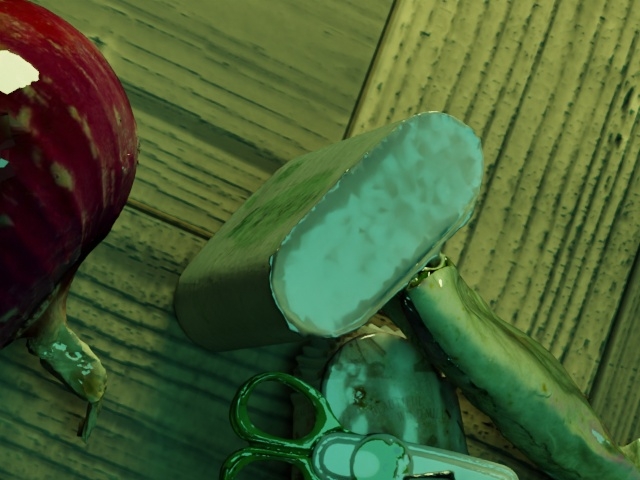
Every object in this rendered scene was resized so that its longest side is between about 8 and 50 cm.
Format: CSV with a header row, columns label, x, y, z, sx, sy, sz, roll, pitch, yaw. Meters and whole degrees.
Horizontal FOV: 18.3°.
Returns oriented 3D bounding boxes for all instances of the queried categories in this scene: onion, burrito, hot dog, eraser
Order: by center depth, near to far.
label,x,y,z,sx,sy,sz,roll,pitch,yaw
onion,-0.227,-0.035,1.231,0.272,0.230,0.256,17,80,-10
eraser,0.000,0.000,1.305,0.174,0.227,0.081,-44,100,-17
hot dog,0.044,0.191,1.390,0.144,0.075,0.268,3,82,-24
burrito,0.140,0.104,1.393,0.066,0.096,0.309,-44,121,7

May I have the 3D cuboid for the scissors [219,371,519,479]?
label,x,y,z,sx,sy,sz,roll,pitch,yaw
scissors,0.036,0.149,1.335,0.204,0.027,0.101,9,85,-12
